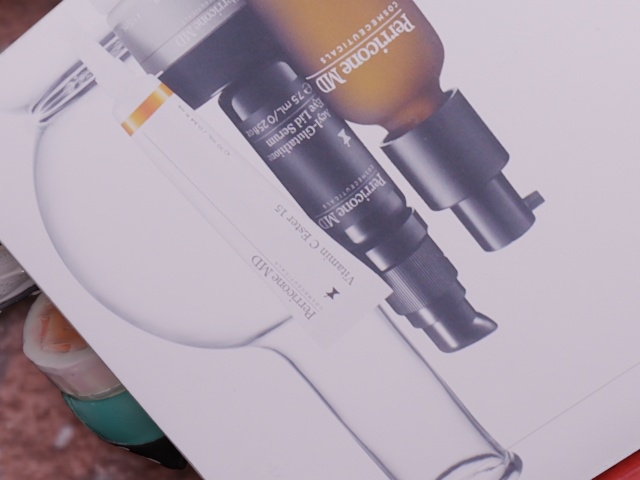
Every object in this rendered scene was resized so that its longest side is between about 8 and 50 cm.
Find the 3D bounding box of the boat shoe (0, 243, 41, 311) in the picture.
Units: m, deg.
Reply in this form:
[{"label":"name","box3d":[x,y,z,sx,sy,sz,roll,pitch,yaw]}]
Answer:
[{"label":"boat shoe","box3d":[-0.184,0.023,0.800,0.125,0.038,0.046,-20,106,-5]}]

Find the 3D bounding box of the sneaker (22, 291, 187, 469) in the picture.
[{"label":"sneaker","box3d":[0.000,0.000,0.800,0.302,0.108,0.121,-35,128,-1]}]

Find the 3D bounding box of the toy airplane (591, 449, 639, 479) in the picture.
[{"label":"toy airplane","box3d":[0.254,0.092,0.775,0.386,0.272,0.384,17,89,4]}]

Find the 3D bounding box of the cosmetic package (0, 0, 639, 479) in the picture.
[{"label":"cosmetic package","box3d":[0.069,-0.053,0.630,0.377,0.097,0.284,-37,101,18]}]
